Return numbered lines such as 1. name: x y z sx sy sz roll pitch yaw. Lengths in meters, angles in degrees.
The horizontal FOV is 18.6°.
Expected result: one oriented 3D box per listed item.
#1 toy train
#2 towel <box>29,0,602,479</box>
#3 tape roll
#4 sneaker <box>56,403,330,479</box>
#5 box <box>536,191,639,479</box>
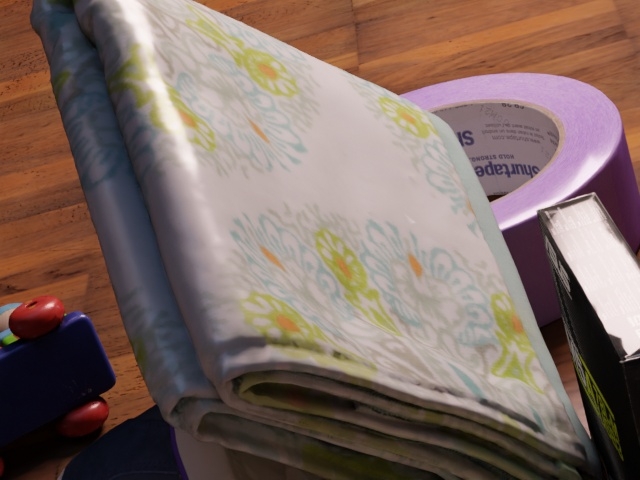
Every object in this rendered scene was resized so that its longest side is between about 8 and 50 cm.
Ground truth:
1. toy train: -0.287 0.125 1.443 0.248 0.105 0.143 -28 18 -18
2. towel: 0.000 0.000 1.183 0.090 0.320 0.374 -45 44 23
3. tape roll: 0.103 -0.025 1.487 0.275 0.090 0.275 -13 28 7
4. sneaker: -0.080 0.249 1.094 0.236 0.130 0.322 -41 48 31
5. box: 0.180 0.093 1.117 0.045 0.184 0.190 -18 28 1
